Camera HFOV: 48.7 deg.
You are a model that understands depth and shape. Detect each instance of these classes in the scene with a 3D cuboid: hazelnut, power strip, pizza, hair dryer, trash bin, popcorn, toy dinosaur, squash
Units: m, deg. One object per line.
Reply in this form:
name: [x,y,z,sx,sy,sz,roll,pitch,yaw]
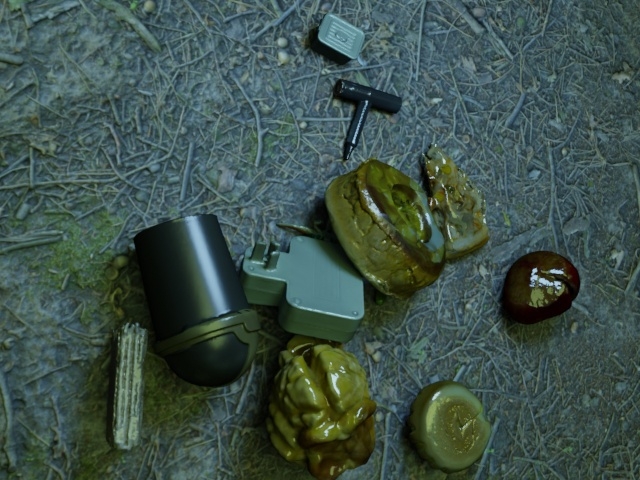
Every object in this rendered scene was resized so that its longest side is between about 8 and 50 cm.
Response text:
hazelnut: [0.555,0.126,1.802,0.178,0.178,0.204,44,71,-12]
power strip: [-0.038,0.074,1.492,0.261,0.141,0.229,12,40,-9]
pizza: [0.338,-0.105,1.783,0.189,0.071,0.296,-8,84,-25]
hair dryer: [0.110,-0.282,1.725,0.173,0.050,0.194,10,81,-22]
trash bin: [-0.240,0.129,1.395,0.214,0.214,0.333,-14,84,-26]
popcorn: [-0.002,0.323,1.457,0.225,0.264,0.332,-2,56,-1]
toy dinosaur: [-0.001,0.001,1.614,0.188,0.044,0.106,-8,107,-4]
squash: [0.146,0.111,1.680,0.027,0.027,0.089,18,70,-21]

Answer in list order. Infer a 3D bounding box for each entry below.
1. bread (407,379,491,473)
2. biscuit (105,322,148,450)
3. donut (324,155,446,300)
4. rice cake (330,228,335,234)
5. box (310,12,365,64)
bread: [0.293,0.434,1.647,0.214,0.105,0.213,3,83,-25]
biscuit: [-0.372,0.280,1.362,0.062,0.108,0.238,5,79,-23]
donut: [0.162,-0.036,1.595,0.330,0.160,0.329,41,31,-31]
rice cake: [0.063,0.056,1.646,0.042,0.030,0.180,-17,89,-9]
box: [0.038,-0.483,1.710,0.122,0.069,0.084,25,73,-19]
